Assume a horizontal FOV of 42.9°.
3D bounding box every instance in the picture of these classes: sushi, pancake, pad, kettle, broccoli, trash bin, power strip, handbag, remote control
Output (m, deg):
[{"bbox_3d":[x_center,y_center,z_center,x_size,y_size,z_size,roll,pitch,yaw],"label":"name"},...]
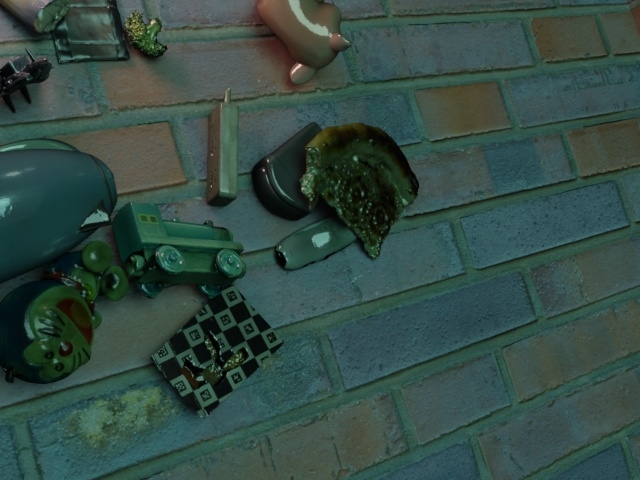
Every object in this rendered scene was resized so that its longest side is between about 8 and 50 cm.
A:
[{"bbox_3d":[-0.234,0.251,1.826,0.192,0.043,0.279,49,53,-5],"label":"sushi"},{"bbox_3d":[0.110,-0.150,2.048,0.427,0.067,0.305,38,63,-43],"label":"pancake"},{"bbox_3d":[-0.548,-0.522,1.881,0.174,0.022,0.233,-11,82,-31],"label":"pad"},{"bbox_3d":[-0.588,-0.094,1.624,0.342,0.247,0.319,-24,56,-32],"label":"kettle"},{"bbox_3d":[-0.407,-0.484,1.915,0.092,0.095,0.097,-42,65,2],"label":"broccoli"},{"bbox_3d":[-0.053,-0.166,2.020,0.177,0.101,0.236,49,57,-7],"label":"trash bin"},{"bbox_3d":[-0.231,-0.228,1.937,0.053,0.093,0.288,6,73,-25],"label":"power strip"},{"bbox_3d":[-0.633,-0.532,1.790,0.173,0.095,0.117,41,71,3],"label":"handbag"},{"bbox_3d":[-0.001,0.001,2.032,0.256,0.045,0.097,-28,91,-30],"label":"remote control"}]

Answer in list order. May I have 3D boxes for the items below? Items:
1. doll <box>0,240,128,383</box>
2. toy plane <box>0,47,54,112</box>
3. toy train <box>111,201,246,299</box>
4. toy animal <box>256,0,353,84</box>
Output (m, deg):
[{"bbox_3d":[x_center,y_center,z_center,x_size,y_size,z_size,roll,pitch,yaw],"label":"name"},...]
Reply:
[{"bbox_3d":[-0.525,0.152,1.612,0.322,0.186,0.198,-62,140,-45],"label":"doll"},{"bbox_3d":[-0.603,-0.341,1.654,0.212,0.267,0.088,-43,104,-31],"label":"toy plane"},{"bbox_3d":[-0.302,0.021,1.788,0.298,0.120,0.194,6,52,-45],"label":"toy train"},{"bbox_3d":[-0.050,-0.566,2.095,0.256,0.195,0.213,45,34,-13],"label":"toy animal"}]
